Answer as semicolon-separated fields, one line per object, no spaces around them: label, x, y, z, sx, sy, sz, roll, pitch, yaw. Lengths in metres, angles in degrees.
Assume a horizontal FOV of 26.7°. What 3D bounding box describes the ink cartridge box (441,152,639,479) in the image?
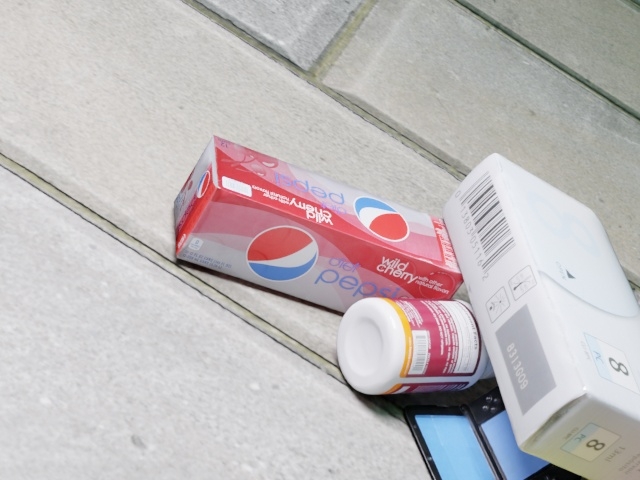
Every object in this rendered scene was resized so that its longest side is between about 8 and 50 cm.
ink cartridge box;0.307;0.112;1.255;0.385;0.091;0.308;24;32;-29

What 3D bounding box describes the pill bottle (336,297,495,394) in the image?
pill bottle;0.096;0.095;1.216;0.152;0.086;0.086;4;43;-39

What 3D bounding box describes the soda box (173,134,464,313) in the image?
soda box;0.000;0.000;1.247;0.263;0.092;0.083;19;34;-22

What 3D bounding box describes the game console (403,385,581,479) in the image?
game console;0.149;0.176;1.175;0.071;0.107;0.122;41;20;-48
